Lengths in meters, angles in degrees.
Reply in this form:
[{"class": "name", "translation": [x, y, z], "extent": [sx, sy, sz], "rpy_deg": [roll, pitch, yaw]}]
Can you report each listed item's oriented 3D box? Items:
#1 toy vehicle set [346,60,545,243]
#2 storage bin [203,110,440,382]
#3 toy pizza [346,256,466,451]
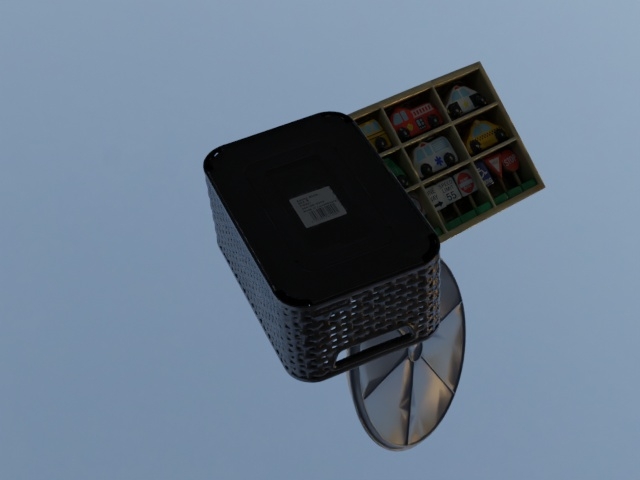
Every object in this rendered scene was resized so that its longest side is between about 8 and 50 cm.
[{"class": "toy vehicle set", "translation": [0.120, -0.083, 1.384], "extent": [0.266, 0.035, 0.166], "rpy_deg": [-26, -93, -39]}, {"class": "storage bin", "translation": [0.000, 0.000, 0.925], "extent": [0.122, 0.084, 0.180], "rpy_deg": [-20, -134, -14]}, {"class": "toy pizza", "translation": [0.080, 0.103, 1.233], "extent": [0.032, 0.201, 0.201], "rpy_deg": [4, -145, 37]}]
